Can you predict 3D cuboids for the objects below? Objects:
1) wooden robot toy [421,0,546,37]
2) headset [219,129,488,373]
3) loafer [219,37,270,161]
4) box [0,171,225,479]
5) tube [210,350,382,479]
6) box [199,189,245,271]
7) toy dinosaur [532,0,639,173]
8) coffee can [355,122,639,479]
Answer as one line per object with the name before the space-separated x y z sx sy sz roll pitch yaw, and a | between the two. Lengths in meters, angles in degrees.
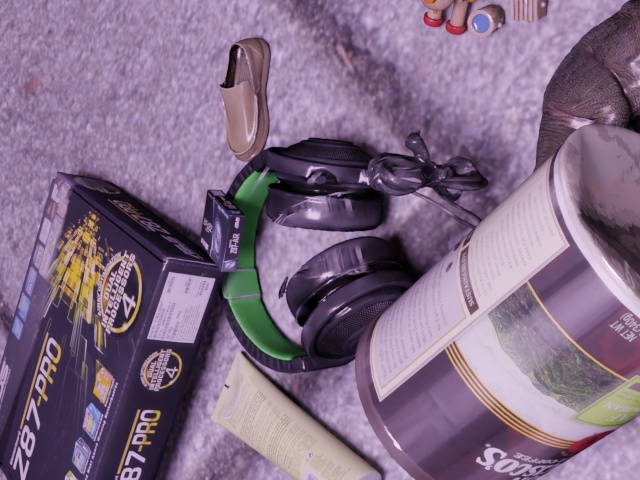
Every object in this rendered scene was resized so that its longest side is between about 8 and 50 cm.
wooden robot toy | 0.127 -0.233 0.949 0.173 0.079 0.076 24 124 21
headset | 0.000 0.000 0.982 0.394 0.185 0.243 -24 73 45
loafer | -0.094 -0.167 1.144 0.056 0.050 0.148 -1 87 37
box | -0.284 0.149 1.210 0.318 0.097 0.395 33 108 49
tube | -0.034 0.217 1.081 0.070 0.062 0.240 -42 47 -22
box | -0.109 -0.012 1.077 0.083 0.018 0.067 45 128 56
toy dinosaur | 0.272 -0.143 0.849 0.313 0.121 0.160 -56 47 27
coffee can | 0.184 0.068 0.790 0.275 0.201 0.201 -49 60 41
